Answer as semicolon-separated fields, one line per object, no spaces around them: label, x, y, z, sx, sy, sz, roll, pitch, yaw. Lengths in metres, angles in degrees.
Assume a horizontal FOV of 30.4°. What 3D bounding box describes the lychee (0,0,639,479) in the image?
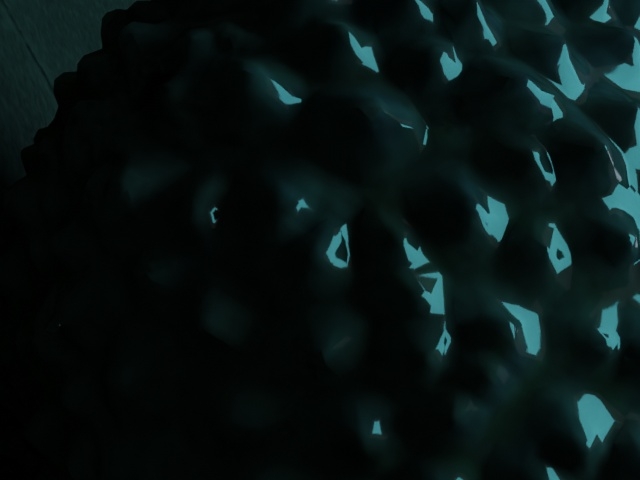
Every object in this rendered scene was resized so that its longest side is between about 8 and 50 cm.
lychee;0.041;0.046;0.546;0.432;0.380;0.380;41;28;-41
